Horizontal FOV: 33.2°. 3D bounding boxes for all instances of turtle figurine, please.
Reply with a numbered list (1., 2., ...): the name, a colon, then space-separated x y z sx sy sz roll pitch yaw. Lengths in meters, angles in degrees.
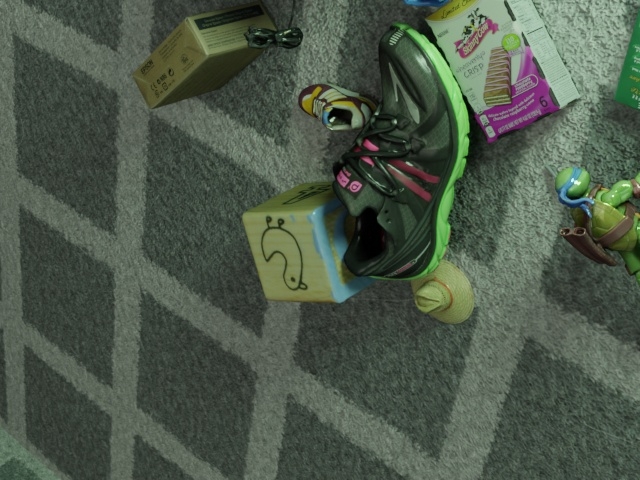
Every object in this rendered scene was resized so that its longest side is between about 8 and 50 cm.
1. turtle figurine: 0.482 -0.045 1.617 0.198 0.274 0.266 -41 94 24

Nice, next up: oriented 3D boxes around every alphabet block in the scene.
1. alphabet block: 0.000 0.000 2.059 0.197 0.193 0.192 -2 108 45

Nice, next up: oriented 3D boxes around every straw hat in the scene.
1. straw hat: 0.211 0.107 2.011 0.144 0.061 0.144 22 125 35

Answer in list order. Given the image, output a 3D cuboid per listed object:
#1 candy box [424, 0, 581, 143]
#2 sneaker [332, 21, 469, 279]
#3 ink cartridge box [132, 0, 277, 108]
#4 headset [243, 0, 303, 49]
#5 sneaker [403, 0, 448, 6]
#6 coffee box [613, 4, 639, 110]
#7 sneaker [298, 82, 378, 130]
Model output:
1. candy box: 0.289 -0.292 1.713 0.159 0.071 0.233 -26 92 48
2. sneaker: 0.126 -0.130 1.841 0.185 0.202 0.483 44 139 53
3. ink cartridge box: -0.224 -0.358 2.078 0.235 0.193 0.088 -31 87 47
4. headset: -0.110 -0.527 1.884 0.243 0.185 0.394 -17 87 47
5. sneaker: 0.224 -0.416 1.635 0.240 0.126 0.091 -18 133 32
6. coffee box: 0.500 -0.268 1.546 0.113 0.040 0.184 28 128 31
7. sneaker: 0.016 -0.246 1.990 0.185 0.084 0.069 14 121 38
